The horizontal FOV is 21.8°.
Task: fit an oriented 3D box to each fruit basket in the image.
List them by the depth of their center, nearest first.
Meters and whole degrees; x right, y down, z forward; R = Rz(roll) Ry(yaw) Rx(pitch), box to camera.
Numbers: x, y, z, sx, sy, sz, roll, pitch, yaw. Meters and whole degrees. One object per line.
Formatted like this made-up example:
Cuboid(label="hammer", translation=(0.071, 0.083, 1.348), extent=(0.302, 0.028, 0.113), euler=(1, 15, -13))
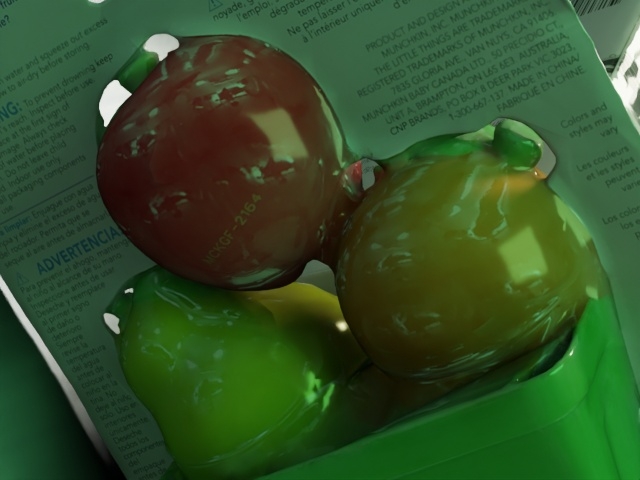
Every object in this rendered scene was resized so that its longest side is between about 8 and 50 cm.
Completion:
Cuboid(label="fruit basket", translation=(0.000, 0.000, 0.761), extent=(0.353, 0.327, 0.165), euler=(62, 30, -6))

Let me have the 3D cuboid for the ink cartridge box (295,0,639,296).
Cuboid(label="ink cartridge box", translation=(0.119, -0.039, 0.978), extent=(0.129, 0.223, 0.307), euler=(53, 43, -21))
